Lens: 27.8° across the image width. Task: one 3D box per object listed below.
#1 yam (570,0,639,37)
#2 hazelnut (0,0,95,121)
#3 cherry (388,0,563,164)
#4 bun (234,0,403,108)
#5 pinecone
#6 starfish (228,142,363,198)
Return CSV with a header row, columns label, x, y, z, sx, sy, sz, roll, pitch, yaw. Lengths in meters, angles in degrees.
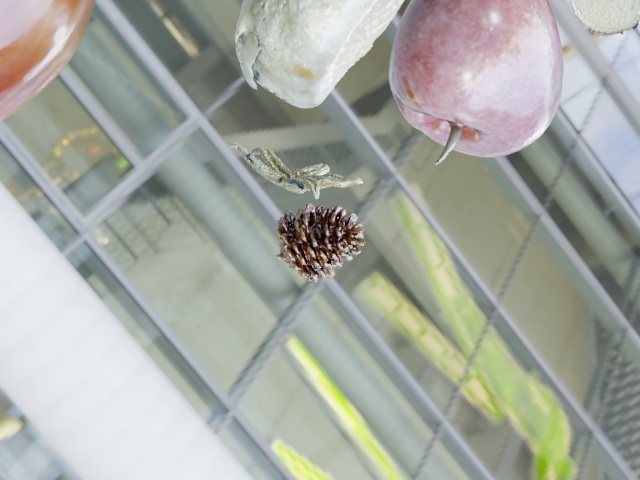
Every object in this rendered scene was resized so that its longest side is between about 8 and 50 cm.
label,x,y,z,sx,sy,sz,roll,pitch,yaw
yam,0.472,-0.439,2.025,0.129,0.128,0.238,0,-134,29
hazelnut,-0.382,-0.287,1.325,0.366,0.366,0.366,-37,-168,9
cherry,0.192,-0.211,1.577,0.236,0.213,0.285,90,18,-68
bun,0.000,-0.255,1.362,0.239,0.141,0.239,-52,175,-6
pinecone,-0.001,0.003,1.587,0.109,0.102,0.102,-2,-148,33
starfish,-0.031,-0.103,1.923,0.176,0.208,0.053,-10,121,-53
